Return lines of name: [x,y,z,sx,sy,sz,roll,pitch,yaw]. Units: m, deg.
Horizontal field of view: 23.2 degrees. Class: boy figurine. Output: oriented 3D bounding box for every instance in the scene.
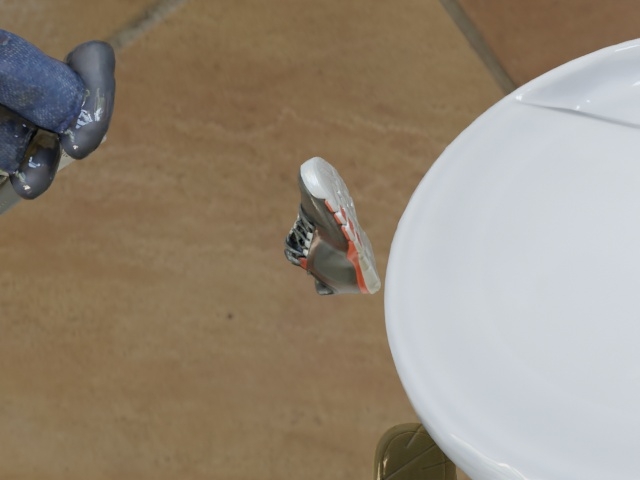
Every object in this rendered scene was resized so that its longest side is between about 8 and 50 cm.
boy figurine: [-0.262,-0.109,0.865,0.285,0.092,0.177,22,141,-32]

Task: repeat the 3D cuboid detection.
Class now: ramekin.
ramekin: [0.172,0.039,0.679,0.273,0.273,0.127,-23,134,0]

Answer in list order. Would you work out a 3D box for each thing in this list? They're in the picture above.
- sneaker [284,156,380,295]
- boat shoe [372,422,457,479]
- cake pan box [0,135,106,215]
sneaker: [0.000,0.000,1.209,0.065,0.061,0.158,-16,140,7]
boat shoe: [0.039,0.147,0.672,0.050,0.135,0.045,5,144,12]
cake pan box: [-0.314,-0.055,1.082,0.245,0.070,0.267,-29,163,19]
